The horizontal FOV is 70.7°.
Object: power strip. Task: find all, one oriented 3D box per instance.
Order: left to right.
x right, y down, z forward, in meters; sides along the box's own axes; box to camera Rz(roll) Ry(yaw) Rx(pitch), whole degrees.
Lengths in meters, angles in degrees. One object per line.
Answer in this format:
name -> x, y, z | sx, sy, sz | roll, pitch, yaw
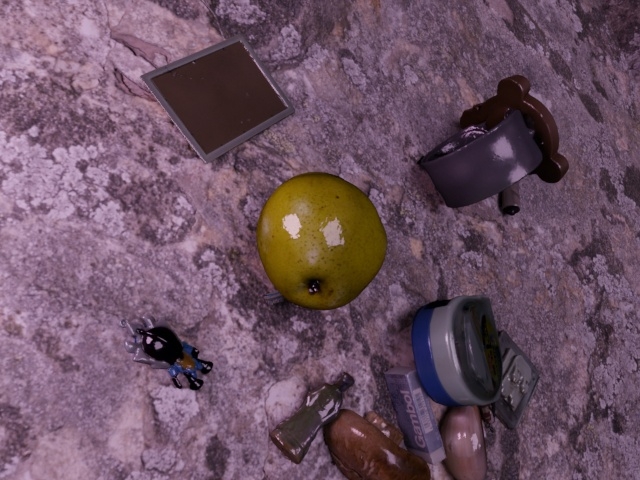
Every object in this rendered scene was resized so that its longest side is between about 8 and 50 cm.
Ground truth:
power strip -> 0.535, 0.386, 1.255 | 0.198, 0.064, 0.213 | 47, 60, -11

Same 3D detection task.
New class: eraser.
eraser -> 0.219, 0.405, 1.057 | 0.046, 0.092, 0.212 | -14, 84, -30

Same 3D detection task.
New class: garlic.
garlic -> 0.368, 0.536, 1.116 | 0.149, 0.128, 0.266 | -4, 89, -18

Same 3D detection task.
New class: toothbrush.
toothbrush -> 0.000, 0.101, 1.054 | 0.294, 0.026, 0.028 | -14, 103, -31

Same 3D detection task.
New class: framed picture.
framed picture -> -0.225, -0.334, 1.049 | 0.296, 0.019, 0.232 | -39, 98, -32

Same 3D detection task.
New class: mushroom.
mushroom -> 0.146, 0.469, 0.965 | 0.286, 0.151, 0.156 | 40, 63, -14

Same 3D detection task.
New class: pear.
pear -> 0.000, 0.000, 0.936 | 0.294, 0.294, 0.294 | 8, 73, -27

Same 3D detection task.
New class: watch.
watch -> 0.445, -0.233, 1.260 | 0.327, 0.335, 0.314 | -34, 101, -12

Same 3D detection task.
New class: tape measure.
tape measure -> 0.333, 0.258, 1.078 | 0.262, 0.138, 0.259 | 14, 63, -51

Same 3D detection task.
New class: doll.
doll -> -0.290, 0.204, 0.841 | 0.195, 0.070, 0.096 | 43, 45, -21

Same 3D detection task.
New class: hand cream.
hand cream -> 0.615, -0.161, 1.458 | 0.087, 0.054, 0.186 | 25, 59, -26

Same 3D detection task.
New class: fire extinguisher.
fire extinguisher -> 0.448, 0.454, 1.204 | 0.046, 0.032, 0.100 | -20, 97, -33

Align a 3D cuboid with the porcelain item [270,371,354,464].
porcelain item -> -0.008, 0.358, 0.956 | 0.081, 0.069, 0.216 | 35, 55, 21
